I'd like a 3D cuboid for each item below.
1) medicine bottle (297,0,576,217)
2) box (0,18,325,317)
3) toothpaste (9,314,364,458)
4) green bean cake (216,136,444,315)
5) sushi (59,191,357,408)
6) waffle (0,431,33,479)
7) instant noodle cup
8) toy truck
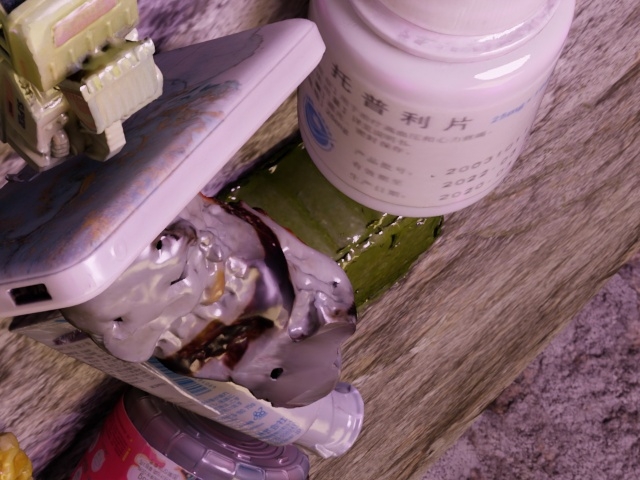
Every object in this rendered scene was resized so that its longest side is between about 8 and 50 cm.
[{"bbox_3d":[0.076,-0.144,1.190,0.170,0.170,0.293,-35,164,-19],"label":"medicine bottle"},{"bbox_3d":[-0.110,-0.042,1.024,0.142,0.044,0.285,-9,-154,33],"label":"box"},{"bbox_3d":[-0.090,0.100,1.416,0.114,0.073,0.299,-13,151,43],"label":"toothpaste"},{"bbox_3d":[0.000,0.000,1.506,0.214,0.113,0.200,-37,163,-16],"label":"green bean cake"},{"bbox_3d":[-0.080,0.029,1.261,0.332,0.130,0.124,28,112,-41],"label":"sushi"},{"bbox_3d":[-0.345,0.257,1.515,0.291,0.051,0.291,-40,164,-13],"label":"waffle"},{"bbox_3d":[-0.124,0.233,1.662,0.258,0.302,0.182,14,111,-37],"label":"instant noodle cup"},{"bbox_3d":[-0.133,-0.097,0.928,0.085,0.116,0.191,-38,165,-16],"label":"toy truck"}]
